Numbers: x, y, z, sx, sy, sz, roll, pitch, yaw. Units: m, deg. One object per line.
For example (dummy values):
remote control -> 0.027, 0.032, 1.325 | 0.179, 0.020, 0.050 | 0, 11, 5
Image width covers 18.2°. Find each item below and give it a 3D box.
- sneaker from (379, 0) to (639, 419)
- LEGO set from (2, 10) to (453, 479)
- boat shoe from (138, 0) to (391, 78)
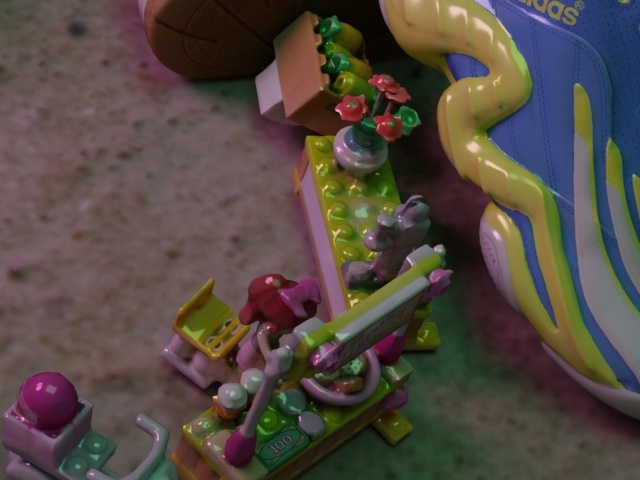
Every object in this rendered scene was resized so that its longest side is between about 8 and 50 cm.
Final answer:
sneaker -> 0.116, -0.047, 0.807 | 0.091, 0.126, 0.240 | -21, 78, -49
LEGO set -> 0.000, 0.000, 0.774 | 0.132, 0.107, 0.287 | 27, 49, 3
boat shoe -> 0.041, -0.151, 0.929 | 0.277, 0.098, 0.096 | -9, 54, -22
